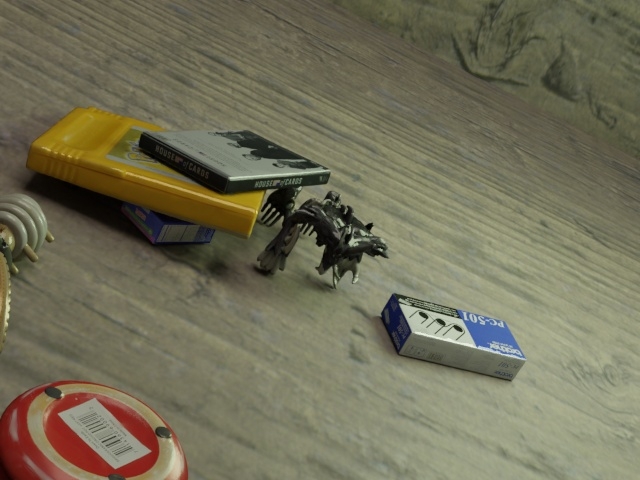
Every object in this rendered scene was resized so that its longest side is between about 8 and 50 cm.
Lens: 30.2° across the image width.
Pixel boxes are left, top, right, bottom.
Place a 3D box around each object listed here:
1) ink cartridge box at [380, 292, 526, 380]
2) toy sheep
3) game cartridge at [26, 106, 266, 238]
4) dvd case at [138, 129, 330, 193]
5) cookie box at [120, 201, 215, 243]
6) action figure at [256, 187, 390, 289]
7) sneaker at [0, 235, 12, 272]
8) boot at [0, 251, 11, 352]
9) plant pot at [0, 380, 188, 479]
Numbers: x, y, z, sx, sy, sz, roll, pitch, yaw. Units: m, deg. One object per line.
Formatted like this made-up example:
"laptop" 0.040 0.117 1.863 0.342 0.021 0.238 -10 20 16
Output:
"ink cartridge box" 0.199 0.144 1.774 0.207 0.046 0.097 16 29 -25
"toy sheep" -0.376 -0.015 1.456 0.091 0.091 0.132 25 21 -6
"game cartridge" -0.236 -0.111 1.740 0.323 0.053 0.285 19 18 -3
"dvd case" -0.123 -0.120 1.753 0.179 0.030 0.238 28 22 32
"cookie box" -0.216 -0.035 1.704 0.107 0.040 0.092 0 34 -47
"action figure" 0.000 0.000 1.748 0.164 0.141 0.276 21 10 -19
"sneaker" -0.457 -0.025 1.301 0.106 0.101 0.267 24 -19 37
"boot" -0.411 0.095 1.129 0.207 0.090 0.248 14 53 -19
"plant pot" -0.221 0.232 1.035 0.191 0.174 0.191 21 27 -11
